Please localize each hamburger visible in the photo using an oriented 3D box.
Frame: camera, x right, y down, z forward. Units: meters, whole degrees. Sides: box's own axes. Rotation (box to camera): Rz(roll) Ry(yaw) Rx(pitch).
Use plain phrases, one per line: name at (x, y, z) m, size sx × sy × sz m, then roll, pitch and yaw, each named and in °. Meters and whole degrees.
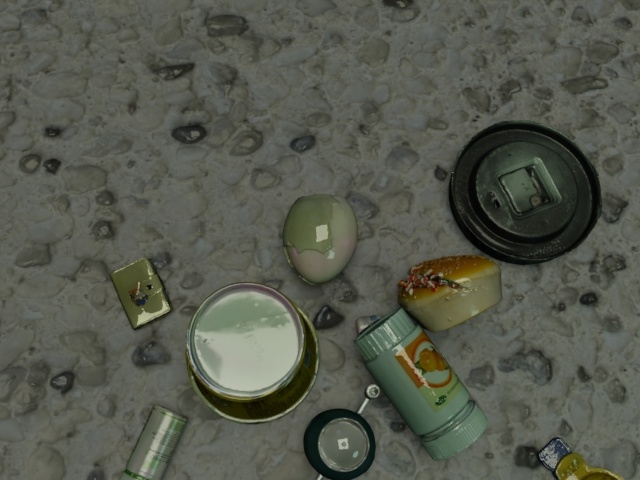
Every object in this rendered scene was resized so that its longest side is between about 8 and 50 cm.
hamburger at (0.291, 0.106, 1.461) m, size 0.227 × 0.295 × 0.152 m, roll -23°, pitch 85°, yaw -5°

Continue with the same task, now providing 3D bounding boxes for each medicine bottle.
medicine bottle at (0.219, 0.314, 1.437) m, size 0.158 × 0.158 × 0.318 m, roll -36°, pitch 87°, yaw -12°
medicine bottle at (0.132, 0.206, 1.546) m, size 0.089 × 0.052 × 0.052 m, roll -8°, pitch 73°, yaw -5°
medicine bottle at (-0.371, 0.467, 1.430) m, size 0.086 × 0.086 × 0.183 m, roll 21°, pitch 74°, yaw 5°

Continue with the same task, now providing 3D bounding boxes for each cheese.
cheese at (0.605, 0.561, 1.446) m, size 0.156 × 0.064 × 0.250 m, roll -35°, pitch 67°, yaw -13°

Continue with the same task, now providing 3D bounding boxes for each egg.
egg at (0.000, 0.000, 1.542) m, size 0.183 × 0.183 × 0.217 m, roll 2°, pitch 83°, yaw -1°

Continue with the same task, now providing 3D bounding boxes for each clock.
clock at (0.520, -0.123, 1.652) m, size 0.386 × 0.076 × 0.386 m, roll 0°, pitch 72°, yaw -1°

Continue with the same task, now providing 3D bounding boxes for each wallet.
wallet at (-0.434, 0.127, 1.560) m, size 0.110 × 0.039 × 0.155 m, roll -27°, pitch 75°, yaw -6°

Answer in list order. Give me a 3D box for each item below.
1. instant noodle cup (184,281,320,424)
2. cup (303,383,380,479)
instant noodle cup at (-0.156, 0.239, 1.422) m, size 0.325 × 0.254 × 0.326 m, roll 1°, pitch 73°, yaw -2°
cup at (0.046, 0.447, 1.405) m, size 0.167 × 0.173 × 0.300 m, roll 32°, pitch 74°, yaw 7°
